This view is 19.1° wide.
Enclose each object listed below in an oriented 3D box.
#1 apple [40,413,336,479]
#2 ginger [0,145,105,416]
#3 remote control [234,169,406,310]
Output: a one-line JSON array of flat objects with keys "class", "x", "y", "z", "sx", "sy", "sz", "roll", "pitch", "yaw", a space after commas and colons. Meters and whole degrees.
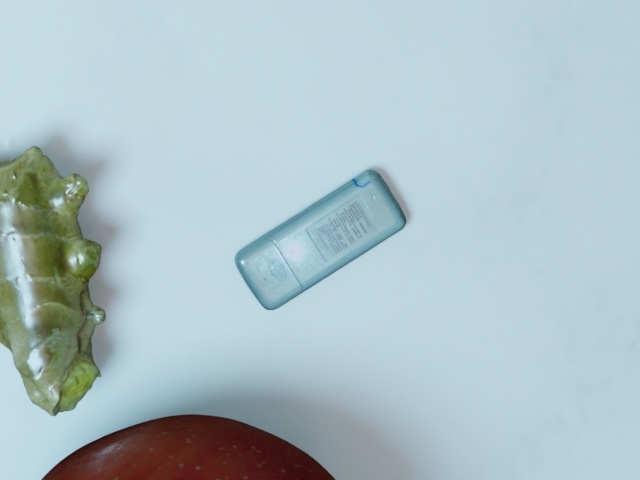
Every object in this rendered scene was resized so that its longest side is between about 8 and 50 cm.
[{"class": "apple", "x": -0.091, "y": 0.244, "z": 1.289, "sx": 0.260, "sy": 0.216, "sz": 0.260, "roll": 18, "pitch": 133, "yaw": 20}, {"class": "ginger", "x": -0.200, "y": 0.013, "z": 1.316, "sx": 0.115, "sy": 0.081, "sz": 0.205, "roll": -35, "pitch": 96, "yaw": -14}, {"class": "remote control", "x": 0.000, "y": 0.000, "z": 1.370, "sx": 0.124, "sy": 0.018, "sz": 0.053, "roll": -33, "pitch": 104, "yaw": 0}]
